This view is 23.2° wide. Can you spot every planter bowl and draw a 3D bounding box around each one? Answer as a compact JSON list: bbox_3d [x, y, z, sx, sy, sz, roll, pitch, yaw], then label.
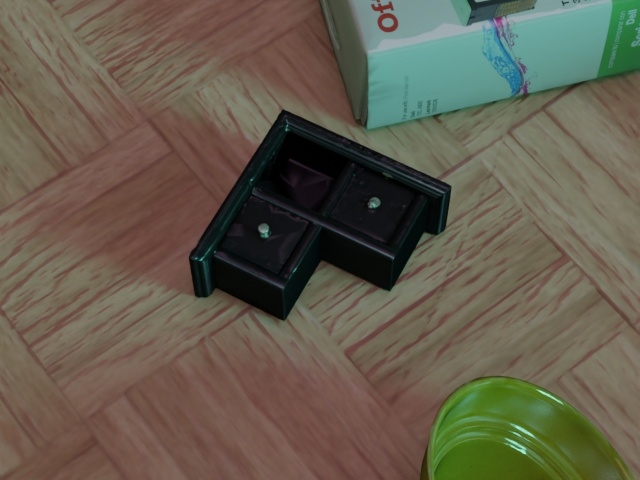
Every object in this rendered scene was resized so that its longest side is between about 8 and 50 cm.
[{"bbox_3d":[0.135,0.213,1.116,0.217,0.090,0.217,24,44,-27],"label":"planter bowl"}]

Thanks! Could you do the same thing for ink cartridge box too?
[{"bbox_3d":[0.143,-0.234,1.360,0.278,0.117,0.201,-13,63,-6],"label":"ink cartridge box"}]

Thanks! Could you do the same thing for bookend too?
[{"bbox_3d":[0.000,0.000,1.261,0.156,0.072,0.157,26,66,13],"label":"bookend"}]
